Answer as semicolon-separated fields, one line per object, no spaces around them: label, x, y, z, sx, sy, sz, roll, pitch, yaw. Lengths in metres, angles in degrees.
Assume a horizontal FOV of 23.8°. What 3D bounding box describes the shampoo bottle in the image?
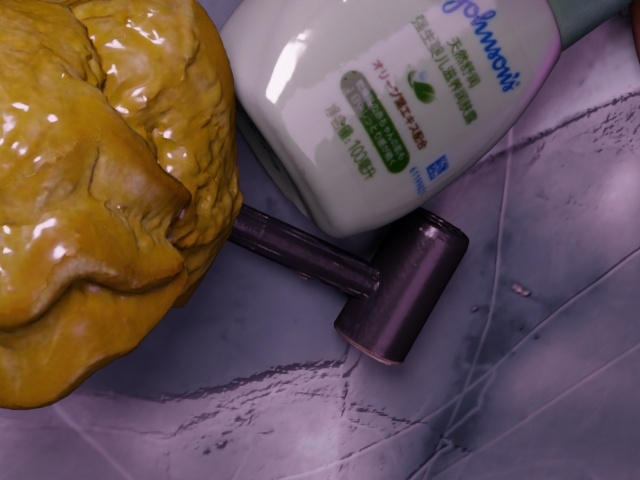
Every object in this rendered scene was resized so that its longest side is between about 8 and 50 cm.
shampoo bottle;0.097;-0.167;1.159;0.349;0.151;0.222;-36;118;-7

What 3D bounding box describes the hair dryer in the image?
hair dryer;0.000;0.000;1.252;0.255;0.070;0.128;27;100;-29

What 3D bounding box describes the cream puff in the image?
cream puff;-0.175;-0.042;1.015;0.269;0.274;0.323;-19;125;-6

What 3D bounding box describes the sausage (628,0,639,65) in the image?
sausage;0.300;-0.261;1.232;0.121;0.121;0.304;-26;125;-13
